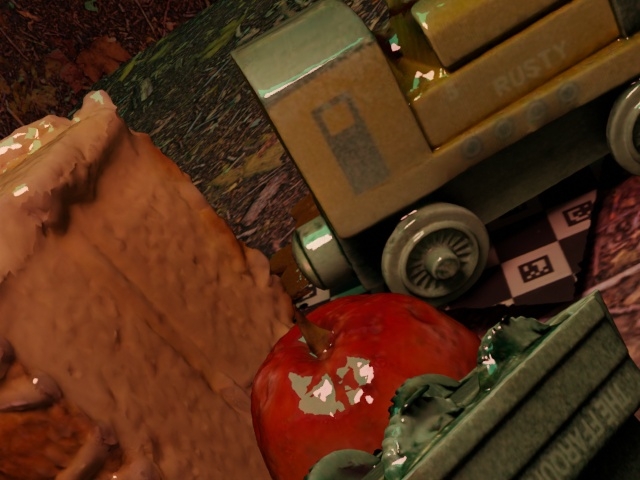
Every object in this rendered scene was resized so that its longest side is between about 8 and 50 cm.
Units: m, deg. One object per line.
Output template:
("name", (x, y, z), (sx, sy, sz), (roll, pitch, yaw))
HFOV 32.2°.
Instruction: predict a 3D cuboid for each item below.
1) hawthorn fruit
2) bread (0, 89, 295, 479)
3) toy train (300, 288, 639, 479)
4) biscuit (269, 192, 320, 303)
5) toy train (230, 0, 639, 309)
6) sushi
("hawthorn fruit", (0.029, 0.113, 0.747), (0.179, 0.200, 0.179), (-31, 30, 20))
("bread", (-0.240, 0.140, 0.913), (0.390, 0.371, 0.279), (-29, 24, 31))
("toy train", (0.069, 0.165, 0.542), (0.330, 0.178, 0.138), (-33, -8, -41))
("biscuit", (0.000, 0.001, 1.223), (0.138, 0.031, 0.205), (-30, 25, 28))
("toy train", (0.130, -0.119, 0.871), (0.397, 0.253, 0.160), (-30, 31, 0))
("sushi", (0.136, -0.013, 1.004), (0.264, 0.050, 0.290), (-8, 35, 32))
